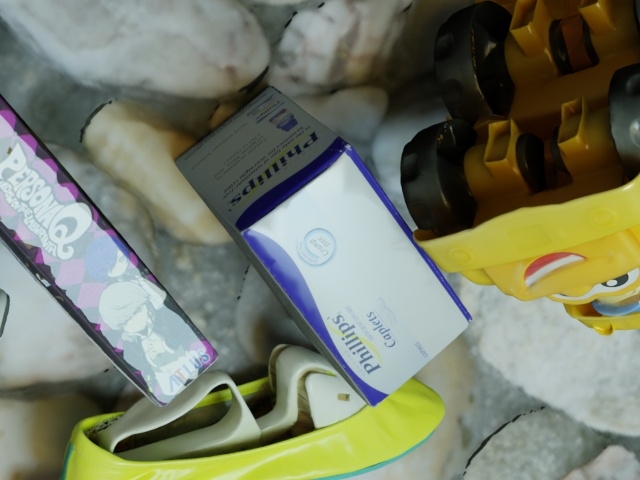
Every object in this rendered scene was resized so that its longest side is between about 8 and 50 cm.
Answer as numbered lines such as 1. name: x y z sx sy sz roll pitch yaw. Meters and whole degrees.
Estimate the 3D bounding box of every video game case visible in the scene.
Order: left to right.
1. video game case: -0.153 -0.041 0.911 0.042 0.232 0.210 -41 115 -5

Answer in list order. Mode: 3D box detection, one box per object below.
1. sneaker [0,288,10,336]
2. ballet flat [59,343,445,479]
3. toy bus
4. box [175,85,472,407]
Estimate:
1. sneaker: -0.259 0.084 1.009 0.094 0.081 0.208 40 85 -19
2. ballet flat: -0.034 0.099 1.071 0.231 0.077 0.077 -15 122 -21
3. toy bus: 0.159 -0.026 1.030 0.149 0.220 0.211 -14 127 30
4. box: 0.000 0.000 1.028 0.072 0.137 0.126 -38 116 -3
